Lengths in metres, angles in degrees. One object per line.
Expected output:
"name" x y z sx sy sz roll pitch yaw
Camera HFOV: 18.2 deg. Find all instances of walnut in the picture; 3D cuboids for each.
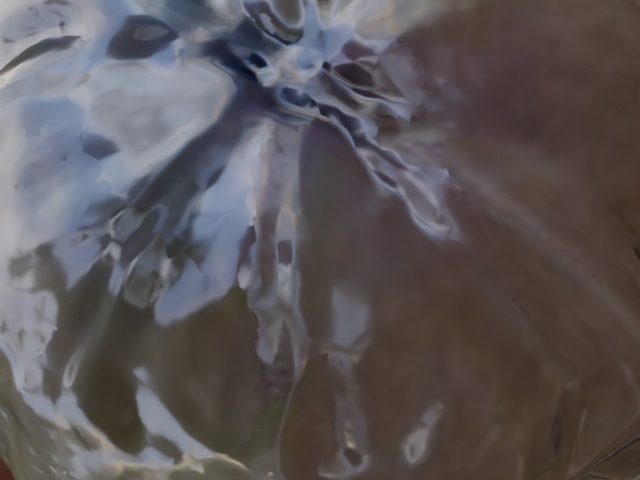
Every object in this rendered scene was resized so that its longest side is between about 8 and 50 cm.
"walnut" 0.002 0.001 0.622 0.248 0.248 0.248 -178 90 -69

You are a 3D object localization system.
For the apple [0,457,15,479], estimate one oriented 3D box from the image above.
"apple" -0.208 0.145 0.799 0.269 0.345 0.345 66 148 30
